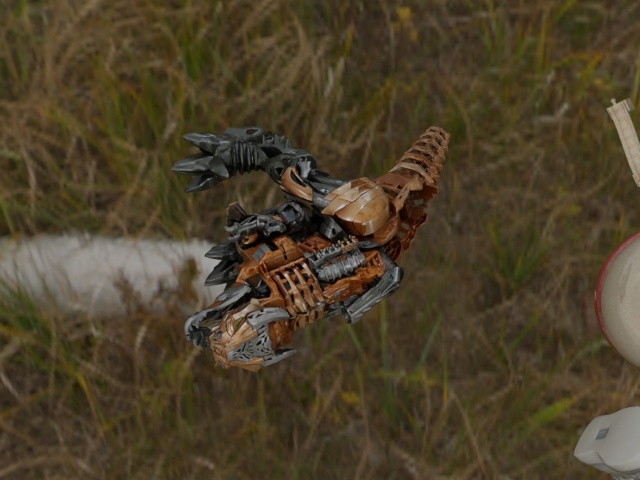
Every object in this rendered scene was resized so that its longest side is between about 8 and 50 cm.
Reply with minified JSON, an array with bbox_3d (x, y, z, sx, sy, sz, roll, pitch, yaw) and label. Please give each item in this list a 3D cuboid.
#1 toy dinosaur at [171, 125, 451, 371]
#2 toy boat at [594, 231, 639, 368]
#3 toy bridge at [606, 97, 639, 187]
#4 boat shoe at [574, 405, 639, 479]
[{"bbox_3d":[0.000,0.000,1.266,0.218,0.164,0.322,20,25,38],"label":"toy dinosaur"},{"bbox_3d":[0.388,0.058,1.477,0.231,0.151,0.151,-1,90,-4],"label":"toy boat"},{"bbox_3d":[0.372,-0.076,1.666,0.026,0.063,0.188,-27,89,25],"label":"toy bridge"},{"bbox_3d":[0.303,0.208,1.427,0.063,0.184,0.066,31,73,-3],"label":"boat shoe"}]
